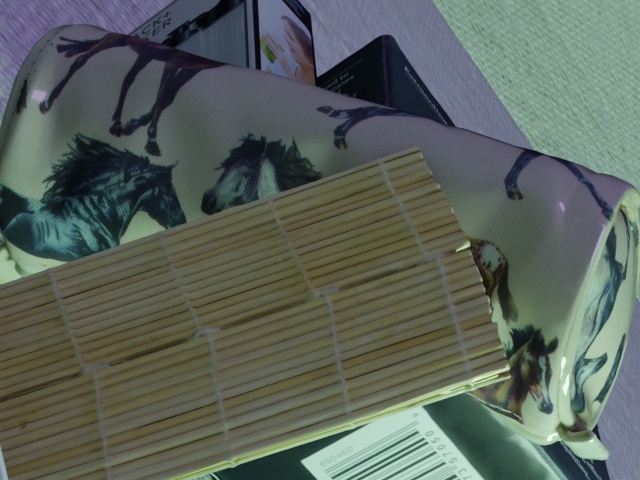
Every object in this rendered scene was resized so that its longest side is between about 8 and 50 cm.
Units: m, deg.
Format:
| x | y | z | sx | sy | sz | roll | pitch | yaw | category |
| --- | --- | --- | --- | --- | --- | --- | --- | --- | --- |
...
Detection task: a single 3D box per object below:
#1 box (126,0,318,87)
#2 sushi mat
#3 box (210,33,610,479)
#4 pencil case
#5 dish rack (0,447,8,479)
| x | y | z | sx | sy | sz | roll | pitch | yaw | category |
| --- | --- | --- | --- | --- | --- | --- | --- | --- | --- |
| -0.090 | -0.089 | 1.357 | 0.087 | 0.169 | 0.290 | 45 | 23 | -29 | box |
| -0.067 | 0.057 | 0.957 | 0.019 | 0.316 | 0.151 | 73 | -1 | -58 | sushi mat |
| 0.055 | 0.075 | 1.399 | 0.293 | 0.212 | 0.395 | 50 | 21 | -25 | box |
| 0.000 | 0.000 | 1.081 | 0.410 | 0.184 | 0.160 | 17 | -2 | 15 | pencil case |
| -0.257 | 0.027 | 0.559 | 0.332 | 0.072 | 0.286 | -9 | 78 | -40 | dish rack |
